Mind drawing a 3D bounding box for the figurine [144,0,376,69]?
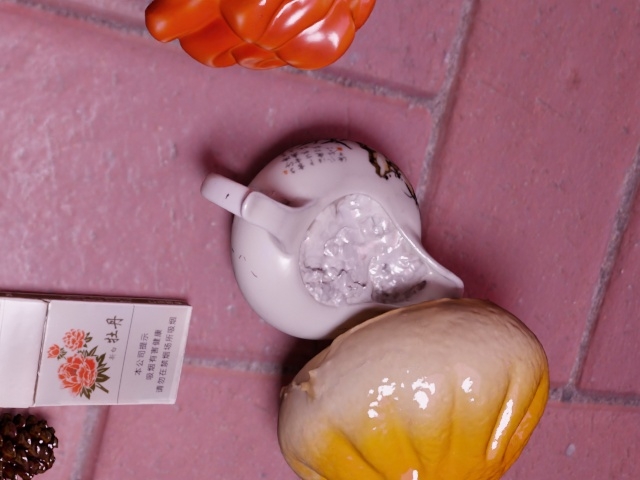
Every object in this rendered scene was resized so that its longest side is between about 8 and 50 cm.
[{"bbox_3d":[-0.032,-0.354,0.832,0.306,0.241,0.411,-28,118,-45],"label":"figurine"}]

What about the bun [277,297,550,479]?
[{"bbox_3d":[0.104,0.196,1.037,0.299,0.164,0.299,-16,147,-11],"label":"bun"}]

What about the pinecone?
[{"bbox_3d":[-0.290,0.197,0.938,0.083,0.077,0.077,-16,112,-37],"label":"pinecone"}]

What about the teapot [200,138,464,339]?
[{"bbox_3d":[0.000,0.000,1.002,0.300,0.166,0.208,20,106,-43],"label":"teapot"}]

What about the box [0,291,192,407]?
[{"bbox_3d":[-0.227,0.109,0.973,0.198,0.029,0.109,5,102,-32],"label":"box"}]
